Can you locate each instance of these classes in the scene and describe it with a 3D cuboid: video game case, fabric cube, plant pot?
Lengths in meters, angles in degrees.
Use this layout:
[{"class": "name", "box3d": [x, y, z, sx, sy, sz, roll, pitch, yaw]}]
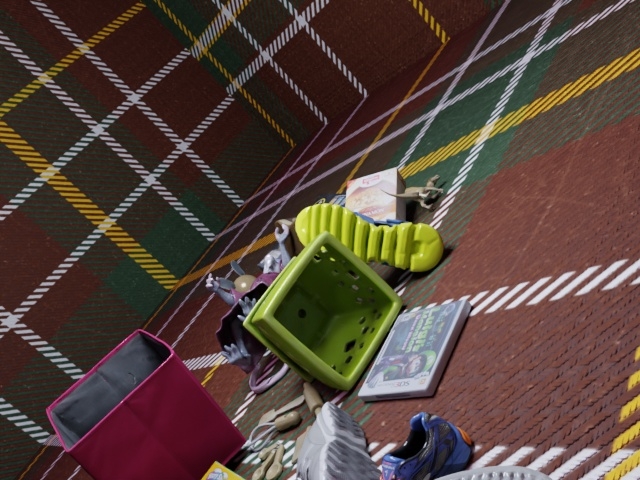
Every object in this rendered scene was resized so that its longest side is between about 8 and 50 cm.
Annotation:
[{"class": "video game case", "box3d": [0.161, 0.190, 1.070, 0.173, 0.022, 0.190, -24, 26, 51]}, {"class": "fabric cube", "box3d": [-0.358, 0.379, 1.275, 0.259, 0.258, 0.254, -43, 24, -22]}, {"class": "plant pot", "box3d": [-0.010, 0.149, 1.251, 0.228, 0.227, 0.207, -53, 12, -26]}]

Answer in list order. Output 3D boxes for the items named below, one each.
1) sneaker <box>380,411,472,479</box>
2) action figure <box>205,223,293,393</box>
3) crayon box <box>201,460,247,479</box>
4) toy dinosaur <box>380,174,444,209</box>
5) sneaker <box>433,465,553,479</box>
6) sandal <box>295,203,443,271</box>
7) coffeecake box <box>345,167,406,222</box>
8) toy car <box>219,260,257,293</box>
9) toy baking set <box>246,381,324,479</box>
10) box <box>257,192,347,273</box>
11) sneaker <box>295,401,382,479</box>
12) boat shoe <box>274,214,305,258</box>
[{"class": "sneaker", "box3d": [0.102, 0.314, 0.788, 0.221, 0.087, 0.083, -52, 17, -26]}, {"class": "action figure", "box3d": [-0.123, 0.146, 1.545, 0.248, 0.276, 0.370, -33, 11, 17]}, {"class": "crayon box", "box3d": [-0.155, 0.480, 1.019, 0.165, 0.081, 0.278, -51, 17, -23]}, {"class": "toy dinosaur", "box3d": [0.237, -0.111, 1.509, 0.183, 0.053, 0.092, -19, 33, -32]}, {"class": "sneaker", "box3d": [0.110, 0.349, 0.647, 0.320, 0.128, 0.126, -20, 22, -4]}, {"class": "sandal", "box3d": [0.101, -0.003, 1.335, 0.138, 0.317, 0.126, -24, -51, -82]}, {"class": "coffeecake box", "box3d": [0.138, -0.081, 1.562, 0.142, 0.068, 0.186, -15, 46, 25]}, {"class": "toy car", "box3d": [-0.216, 0.154, 1.796, 0.149, 0.188, 0.155, -30, 21, 42]}, {"class": "toy baking set", "box3d": [-0.072, 0.361, 1.205, 0.197, 0.030, 0.256, -44, 16, 3]}, {"class": "box", "box3d": [0.000, 0.000, 1.817, 0.318, 0.097, 0.395, -51, 18, -12]}, {"class": "sneaker", "box3d": [0.019, 0.352, 0.917, 0.115, 0.105, 0.281, -55, 4, 6]}, {"class": "boat shoe", "box3d": [-0.029, -0.018, 1.629, 0.123, 0.123, 0.342, -19, 0, -19]}]
